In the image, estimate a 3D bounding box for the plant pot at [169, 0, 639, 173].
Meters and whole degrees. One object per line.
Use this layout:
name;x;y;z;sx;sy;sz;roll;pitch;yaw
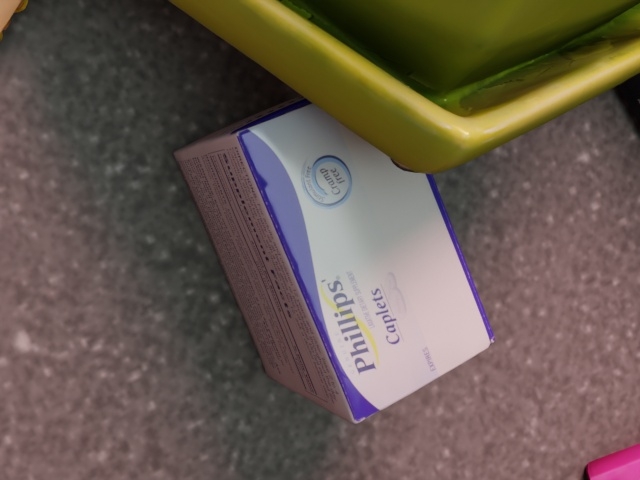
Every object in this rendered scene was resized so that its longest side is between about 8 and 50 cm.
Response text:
plant pot;0.053;-0.166;0.371;0.228;0.207;0.227;37;42;24

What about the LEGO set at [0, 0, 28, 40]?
LEGO set;-0.092;-0.220;0.476;0.132;0.107;0.287;9;95;17

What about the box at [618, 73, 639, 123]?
box;0.211;-0.111;0.514;0.051;0.175;0.220;-38;103;-20

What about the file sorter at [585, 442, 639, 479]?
file sorter;0.312;0.179;0.497;0.291;0.182;0.202;-25;101;13

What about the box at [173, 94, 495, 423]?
box;0.000;0.000;0.472;0.072;0.137;0.126;-25;99;-16
